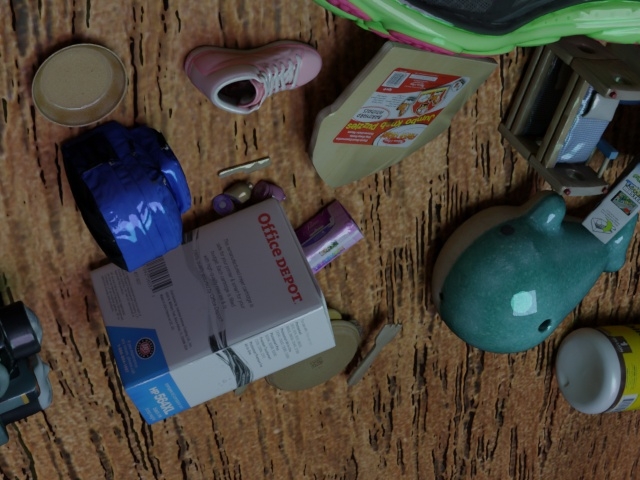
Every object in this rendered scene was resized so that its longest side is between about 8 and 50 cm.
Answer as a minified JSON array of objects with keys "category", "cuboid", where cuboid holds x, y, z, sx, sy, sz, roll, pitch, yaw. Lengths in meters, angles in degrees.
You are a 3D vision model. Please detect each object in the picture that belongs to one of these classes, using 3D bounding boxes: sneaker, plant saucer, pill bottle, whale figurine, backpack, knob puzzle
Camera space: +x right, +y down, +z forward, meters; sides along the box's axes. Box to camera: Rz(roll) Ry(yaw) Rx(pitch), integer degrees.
[{"category":"sneaker","cuboid":[0.183,-0.275,1.008,0.482,0.185,0.202,-9,113,-27]},{"category":"sneaker","cuboid":[-0.050,-0.144,1.031,0.134,0.070,0.051,-6,129,-28]},{"category":"plant saucer","cuboid":[-0.209,-0.137,0.982,0.083,0.015,0.083,-16,135,-17]},{"category":"pill bottle","cuboid":[0.440,0.174,1.575,0.215,0.117,0.117,-1,128,-31]},{"category":"whale figurine","cuboid":[0.267,0.041,1.335,0.272,0.141,0.216,-14,134,-20]},{"category":"backpack","cuboid":[-0.168,-0.042,1.015,0.101,0.120,0.098,-28,136,-6]},{"category":"knob puzzle","cuboid":[0.061,-0.125,1.130,0.213,0.030,0.213,-26,156,-12]}]

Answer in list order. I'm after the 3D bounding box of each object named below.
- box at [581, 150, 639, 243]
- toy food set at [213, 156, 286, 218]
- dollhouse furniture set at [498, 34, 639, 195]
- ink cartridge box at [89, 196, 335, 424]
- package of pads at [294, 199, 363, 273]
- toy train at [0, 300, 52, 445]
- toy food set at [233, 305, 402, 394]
[{"category":"box","cuboid":[0.368,-0.083,1.262,0.207,0.036,0.114,-39,169,-49]},{"category":"toy food set","cuboid":[-0.070,-0.025,1.162,0.078,0.019,0.122,-18,135,-16]},{"category":"dollhouse furniture set","cuboid":[0.316,-0.137,1.212,0.183,0.129,0.129,-3,130,-29]},{"category":"ink cartridge box","cuboid":[-0.104,0.067,1.114,0.203,0.148,0.086,-21,143,-4]},{"category":"package of pads","cuboid":[0.000,0.000,1.204,0.083,0.050,0.032,-38,132,5]},{"category":"toy train","cuboid":[-0.411,0.159,1.052,0.334,0.142,0.190,-23,148,-14]},{"category":"toy food set","cuboid":[-0.010,0.125,1.329,0.192,0.038,0.132,3,134,-39]}]
